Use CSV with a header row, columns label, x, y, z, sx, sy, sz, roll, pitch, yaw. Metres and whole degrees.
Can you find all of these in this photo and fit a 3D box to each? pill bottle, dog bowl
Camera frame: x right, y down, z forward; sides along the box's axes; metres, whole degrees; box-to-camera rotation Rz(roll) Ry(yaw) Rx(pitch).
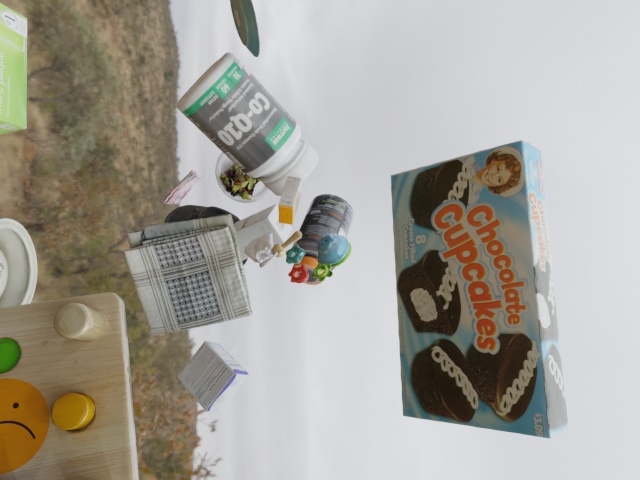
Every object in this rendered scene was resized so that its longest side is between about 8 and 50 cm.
label,x,y,z,sx,sy,sz,roll,pitch,yaw
pill bottle,0.000,0.000,1.312,0.130,0.131,0.245,114,-2,-52
dog bowl,-1.210,0.120,1.767,0.408,0.151,0.407,180,-90,-89
pill bottle,-0.184,-0.301,1.314,0.204,0.361,0.204,-35,-152,22

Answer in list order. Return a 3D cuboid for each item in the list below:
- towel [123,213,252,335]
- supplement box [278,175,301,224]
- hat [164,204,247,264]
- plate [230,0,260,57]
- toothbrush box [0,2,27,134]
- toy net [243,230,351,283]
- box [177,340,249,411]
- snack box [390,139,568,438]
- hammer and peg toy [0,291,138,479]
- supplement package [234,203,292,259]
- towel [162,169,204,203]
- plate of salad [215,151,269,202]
label,x,y,z,sx,sy,sz,roll,pitch,yaw
towel,-0.375,0.098,1.388,0.056,0.313,0.323,-96,175,-78
supplement box,-0.071,-0.095,1.143,0.062,0.036,0.098,95,7,-53
hat,-0.377,-0.043,1.746,0.134,0.332,0.331,-48,-137,34
plate,-0.184,-0.529,1.155,0.188,0.024,0.188,160,-90,-77
toothbrush box,-0.604,-0.295,0.726,0.283,0.122,0.206,17,68,-69
toy net,-0.056,0.037,0.961,0.232,0.045,0.122,-2,-125,33
box,-0.286,0.360,1.296,0.137,0.072,0.126,37,-90,28
snack box,0.183,0.058,0.599,0.187,0.060,0.321,-10,-102,44
hammer and peg toy,-0.381,0.210,0.505,0.127,0.362,0.265,110,-31,-73
supplement package,-0.203,-0.027,1.607,0.105,0.180,0.105,58,26,-21
towel,-0.459,-0.174,1.654,0.029,0.144,0.197,45,-1,-6
plate of salad,-0.239,-0.221,1.579,0.048,0.200,0.199,-166,-105,-66
